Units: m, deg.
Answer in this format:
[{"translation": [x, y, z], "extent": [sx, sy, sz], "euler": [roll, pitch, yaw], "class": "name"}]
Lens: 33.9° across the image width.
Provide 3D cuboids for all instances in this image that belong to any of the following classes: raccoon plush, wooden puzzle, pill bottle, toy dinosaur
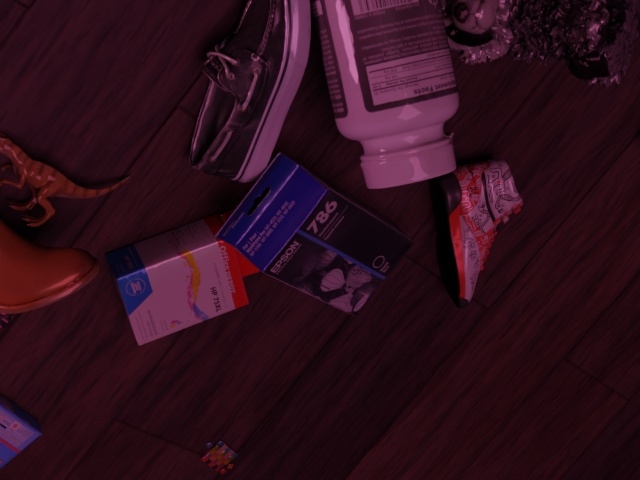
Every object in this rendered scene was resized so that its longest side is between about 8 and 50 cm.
[{"translation": [0.331, -0.335, 1.607], "extent": [0.446, 0.299, 0.216], "euler": [7, 91, -61], "class": "raccoon plush"}, {"translation": [-0.179, 0.383, 1.866], "extent": [0.049, 0.006, 0.083], "euler": [-42, 127, 3], "class": "wooden puzzle"}, {"translation": [0.093, -0.239, 1.448], "extent": [0.176, 0.176, 0.319], "euler": [-15, 98, -17], "class": "pill bottle"}, {"translation": [-0.375, -0.075, 1.467], "extent": [0.211, 0.064, 0.112], "euler": [27, 103, -35], "class": "toy dinosaur"}]

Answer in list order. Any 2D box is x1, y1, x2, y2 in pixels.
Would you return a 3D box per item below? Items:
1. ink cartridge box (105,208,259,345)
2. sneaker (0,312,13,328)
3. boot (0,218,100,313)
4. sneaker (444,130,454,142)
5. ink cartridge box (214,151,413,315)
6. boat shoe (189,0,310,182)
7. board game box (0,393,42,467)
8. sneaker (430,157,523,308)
[{"translation": [-0.197, 0.052, 1.616], "extent": [0.231, 0.078, 0.134], "euler": [-21, 125, -13], "class": "ink cartridge box"}, {"translation": [-0.502, 0.103, 1.529], "extent": [0.119, 0.047, 0.057], "euler": [14, 123, -29], "class": "sneaker"}, {"translation": [-0.451, -0.020, 1.404], "extent": [0.283, 0.109, 0.220], "euler": [-2, 118, 15], "class": "boot"}, {"translation": [0.119, -0.197, 1.624], "extent": [0.095, 0.090, 0.235], "euler": [-54, 128, -10], "class": "sneaker"}, {"translation": [0.000, 0.000, 1.635], "extent": [0.165, 0.065, 0.332], "euler": [-52, 140, 9], "class": "ink cartridge box"}, {"translation": [-0.104, -0.227, 1.465], "extent": [0.119, 0.121, 0.335], "euler": [-1, 121, -30], "class": "boat shoe"}, {"translation": [-0.567, 0.318, 1.626], "extent": [0.211, 0.039, 0.160], "euler": [-40, 127, 1], "class": "board game box"}, {"translation": [0.276, -0.013, 1.791], "extent": [0.145, 0.090, 0.270], "euler": [-18, 122, -11], "class": "sneaker"}]
